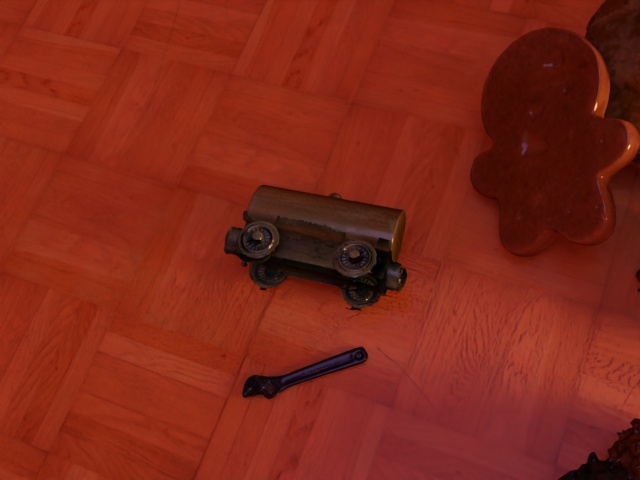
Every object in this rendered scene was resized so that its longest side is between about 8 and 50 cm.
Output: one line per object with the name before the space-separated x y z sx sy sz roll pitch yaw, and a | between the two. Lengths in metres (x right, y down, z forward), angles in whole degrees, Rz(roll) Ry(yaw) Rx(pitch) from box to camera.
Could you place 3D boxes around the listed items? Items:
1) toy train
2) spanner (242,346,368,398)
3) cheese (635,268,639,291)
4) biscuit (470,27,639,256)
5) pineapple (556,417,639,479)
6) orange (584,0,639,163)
toy train | -0.001 -0.006 1.268 0.307 0.126 0.190 11 69 16
spanner | -0.026 0.208 1.242 0.208 0.012 0.046 -19 63 2
cheese | 0.563 0.051 1.100 0.128 0.177 0.203 -41 64 -7
biscuit | 0.355 -0.155 1.234 0.275 0.052 0.355 -17 72 41
pineapple | 0.370 0.341 1.026 0.364 0.165 0.166 -28 64 1
orange | 0.541 -0.300 1.246 0.270 0.210 0.369 16 73 30
